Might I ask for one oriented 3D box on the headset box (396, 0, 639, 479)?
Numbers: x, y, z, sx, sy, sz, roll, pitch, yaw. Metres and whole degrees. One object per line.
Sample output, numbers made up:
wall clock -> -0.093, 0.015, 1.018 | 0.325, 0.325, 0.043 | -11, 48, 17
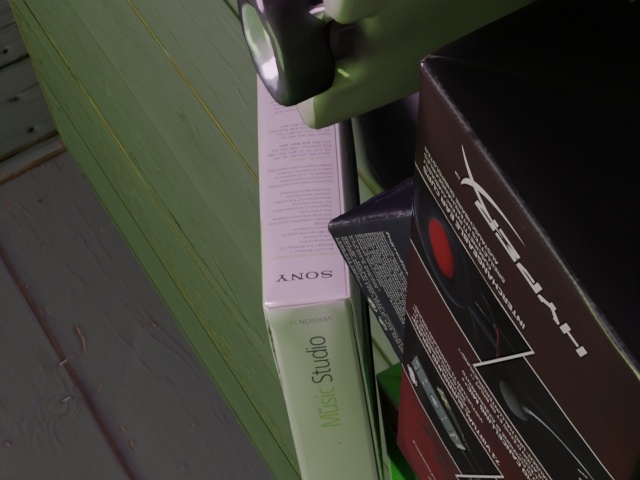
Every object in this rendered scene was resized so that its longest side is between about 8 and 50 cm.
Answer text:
headset box -> 0.142, 0.016, 0.535 | 0.110, 0.218, 0.293 | 58, 168, 24

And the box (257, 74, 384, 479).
box -> 0.000, 0.000, 1.152 | 0.232, 0.058, 0.322 | 80, -174, -46

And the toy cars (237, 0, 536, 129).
toy cars -> 0.078, -0.103, 0.502 | 0.394, 0.176, 0.087 | 4, -124, -60

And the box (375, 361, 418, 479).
box -> 0.160, 0.209, 1.116 | 0.262, 0.127, 0.231 | 54, 164, 33

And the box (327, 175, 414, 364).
box -> 0.106, -0.007, 0.787 | 0.093, 0.156, 0.158 | 63, 168, -4
